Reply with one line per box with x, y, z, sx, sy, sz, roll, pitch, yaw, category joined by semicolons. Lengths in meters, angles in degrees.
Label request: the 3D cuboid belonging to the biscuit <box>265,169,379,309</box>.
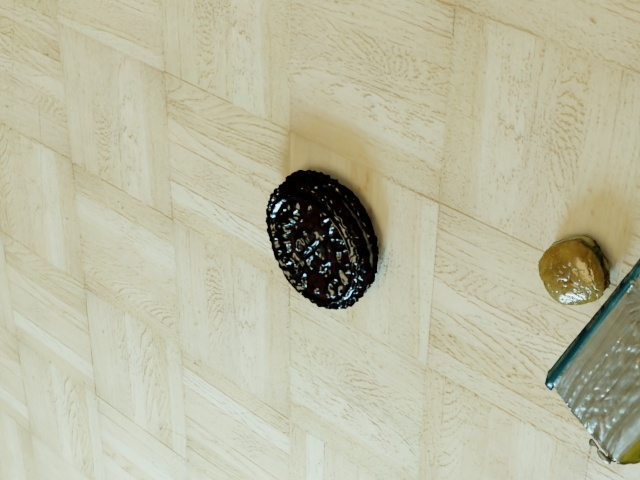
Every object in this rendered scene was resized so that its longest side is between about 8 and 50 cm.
0.000;0.000;1.672;0.194;0.053;0.195;28;132;35;biscuit

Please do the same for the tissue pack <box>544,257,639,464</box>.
0.356;0.071;1.207;0.134;0.192;0.271;47;141;18;tissue pack

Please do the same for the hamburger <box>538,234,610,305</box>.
0.277;0.035;1.394;0.083;0.044;0.076;-33;88;50;hamburger
